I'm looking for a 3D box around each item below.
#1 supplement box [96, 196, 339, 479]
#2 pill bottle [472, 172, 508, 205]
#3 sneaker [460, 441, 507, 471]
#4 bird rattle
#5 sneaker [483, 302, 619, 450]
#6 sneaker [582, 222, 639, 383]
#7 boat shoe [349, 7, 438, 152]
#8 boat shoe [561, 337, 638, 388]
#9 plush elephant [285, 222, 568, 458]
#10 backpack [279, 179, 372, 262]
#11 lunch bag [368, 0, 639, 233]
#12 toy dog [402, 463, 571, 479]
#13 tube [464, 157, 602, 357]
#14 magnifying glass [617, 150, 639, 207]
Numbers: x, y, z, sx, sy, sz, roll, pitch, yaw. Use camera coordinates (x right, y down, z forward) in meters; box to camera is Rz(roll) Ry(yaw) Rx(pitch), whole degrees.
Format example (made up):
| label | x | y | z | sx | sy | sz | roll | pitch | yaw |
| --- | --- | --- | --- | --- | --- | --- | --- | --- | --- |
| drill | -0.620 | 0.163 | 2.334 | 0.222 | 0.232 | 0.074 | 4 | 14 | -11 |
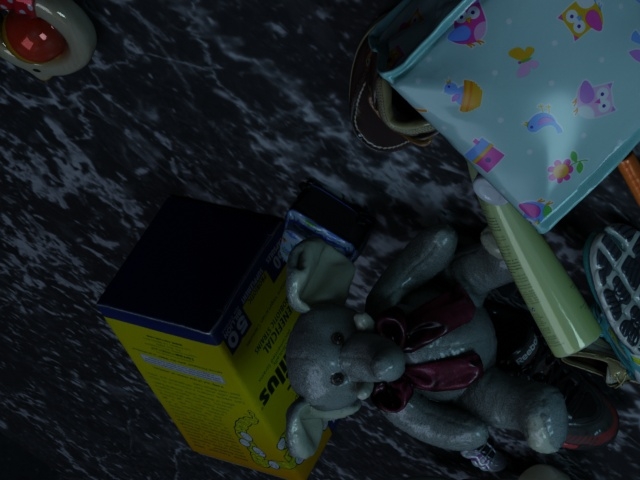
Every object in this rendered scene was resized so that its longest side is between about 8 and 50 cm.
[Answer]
| label | x | y | z | sx | sy | sz | roll | pitch | yaw |
| --- | --- | --- | --- | --- | --- | --- | --- | --- | --- |
| supplement box | -0.113 | 0.138 | 2.424 | 0.195 | 0.194 | 0.356 | 13 | 148 | 32 |
| pill bottle | 0.195 | -0.080 | 1.880 | 0.043 | 0.083 | 0.043 | 24 | 152 | 14 |
| sneaker | 0.219 | 0.283 | 2.499 | 0.098 | 0.038 | 0.069 | 27 | 153 | 8 |
| bird rattle | -0.355 | -0.275 | 2.121 | 0.207 | 0.143 | 0.253 | 32 | 142 | -26 |
| sneaker | 0.257 | 0.164 | 2.194 | 0.276 | 0.097 | 0.135 | 35 | 159 | -4 |
| sneaker | 0.342 | 0.086 | 1.994 | 0.110 | 0.107 | 0.275 | 18 | 151 | 43 |
| boat shoe | 0.090 | -0.161 | 1.808 | 0.123 | 0.123 | 0.342 | 34 | 152 | -5 |
| boat shoe | 0.351 | 0.152 | 2.145 | 0.135 | 0.045 | 0.050 | 22 | 151 | 18 |
| plush elephant | 0.078 | 0.123 | 2.051 | 0.330 | 0.255 | 0.272 | -1 | 98 | 48 |
| backpack | 0.000 | 0.000 | 2.206 | 0.105 | 0.084 | 0.114 | 30 | 156 | 8 |
| lunch bag | 0.208 | -0.180 | 1.583 | 0.223 | 0.262 | 0.160 | 42 | -169 | -16 |
| toy dog | 0.246 | 0.409 | 2.495 | 0.220 | 0.161 | 0.333 | 24 | 157 | -23 |
| tube | 0.224 | 0.012 | 1.950 | 0.070 | 0.062 | 0.240 | -25 | 99 | 46 |
| magnifying glass | 0.361 | -0.001 | 1.870 | 0.231 | 0.026 | 0.092 | 59 | -174 | -27 |
